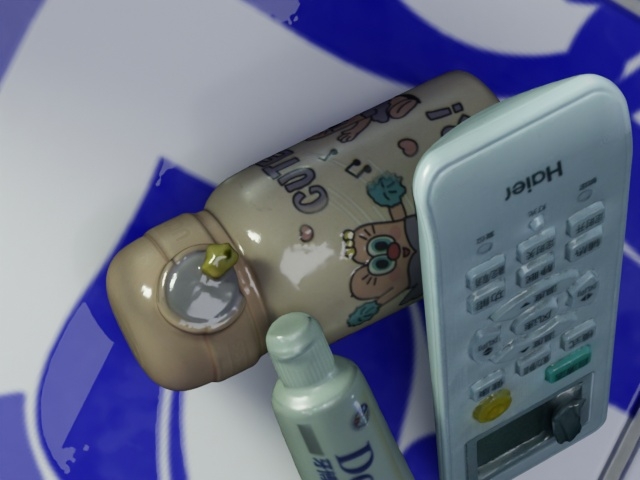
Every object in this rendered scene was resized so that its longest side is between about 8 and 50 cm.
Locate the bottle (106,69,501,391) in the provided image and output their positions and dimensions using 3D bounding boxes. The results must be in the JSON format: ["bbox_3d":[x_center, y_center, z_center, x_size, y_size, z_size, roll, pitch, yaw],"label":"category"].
[{"bbox_3d":[0.000,0.000,0.882,0.209,0.110,0.097,-26,85,-14],"label":"bottle"}]

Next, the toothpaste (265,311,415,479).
[{"bbox_3d":[0.023,0.129,0.907,0.067,0.037,0.255,-28,130,-7],"label":"toothpaste"}]

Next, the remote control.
[{"bbox_3d":[0.092,0.031,0.873,0.103,0.051,0.293,-27,145,-12],"label":"remote control"}]
